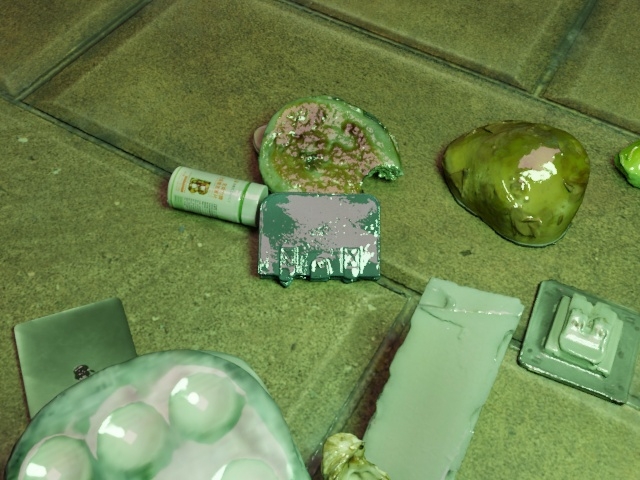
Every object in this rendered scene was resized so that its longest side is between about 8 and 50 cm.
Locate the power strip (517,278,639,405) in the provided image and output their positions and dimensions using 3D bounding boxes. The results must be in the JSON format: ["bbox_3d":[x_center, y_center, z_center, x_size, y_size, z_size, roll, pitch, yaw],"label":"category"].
[{"bbox_3d":[0.472,0.163,1.302,0.198,0.065,0.213,19,54,14],"label":"power strip"}]

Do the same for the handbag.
[{"bbox_3d":[0.000,0.000,1.373,0.229,0.062,0.179,2,76,0],"label":"handbag"}]

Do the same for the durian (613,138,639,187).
[{"bbox_3d":[0.755,-0.159,1.555,0.250,0.101,0.139,7,87,2],"label":"durian"}]

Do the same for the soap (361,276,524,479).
[{"bbox_3d":[0.172,0.237,1.104,0.158,0.258,0.302,22,54,12],"label":"soap"}]

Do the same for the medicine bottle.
[{"bbox_3d":[-0.202,-0.087,1.446,0.183,0.086,0.086,13,52,7],"label":"medicine bottle"}]

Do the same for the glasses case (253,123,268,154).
[{"bbox_3d":[-0.044,-0.224,1.584,0.204,0.051,0.081,-11,54,-11],"label":"glasses case"}]

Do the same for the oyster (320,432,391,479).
[{"bbox_3d":[0.055,0.429,1.025,0.166,0.094,0.294,35,39,-26],"label":"oyster"}]

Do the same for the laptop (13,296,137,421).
[{"bbox_3d":[-0.399,0.224,1.234,0.187,0.015,0.269,-16,55,-16],"label":"laptop"}]

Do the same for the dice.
[{"bbox_3d":[-0.184,0.359,0.932,0.327,0.348,0.330,-22,55,-17],"label":"dice"}]

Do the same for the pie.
[{"bbox_3d":[0.016,-0.168,1.496,0.302,0.067,0.303,1,67,-3],"label":"pie"}]

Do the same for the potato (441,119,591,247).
[{"bbox_3d":[0.399,-0.156,1.471,0.246,0.196,0.299,-31,58,-26],"label":"potato"}]
